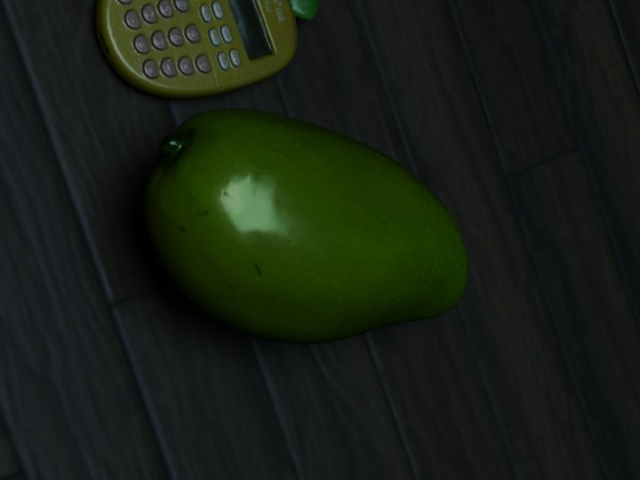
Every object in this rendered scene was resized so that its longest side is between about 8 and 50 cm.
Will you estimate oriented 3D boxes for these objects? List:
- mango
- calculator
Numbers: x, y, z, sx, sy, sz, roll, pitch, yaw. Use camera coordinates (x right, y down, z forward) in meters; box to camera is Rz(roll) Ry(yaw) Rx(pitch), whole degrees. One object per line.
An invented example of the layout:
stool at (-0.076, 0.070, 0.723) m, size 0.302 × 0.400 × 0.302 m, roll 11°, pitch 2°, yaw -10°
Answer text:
mango at (0.000, 0.000, 1.204) m, size 0.343 × 0.156 × 0.192 m, roll 15°, pitch 75°, yaw -34°
calculator at (-0.098, -0.207, 1.252) m, size 0.235 × 0.032 × 0.146 m, roll -22°, pitch 94°, yaw -34°
